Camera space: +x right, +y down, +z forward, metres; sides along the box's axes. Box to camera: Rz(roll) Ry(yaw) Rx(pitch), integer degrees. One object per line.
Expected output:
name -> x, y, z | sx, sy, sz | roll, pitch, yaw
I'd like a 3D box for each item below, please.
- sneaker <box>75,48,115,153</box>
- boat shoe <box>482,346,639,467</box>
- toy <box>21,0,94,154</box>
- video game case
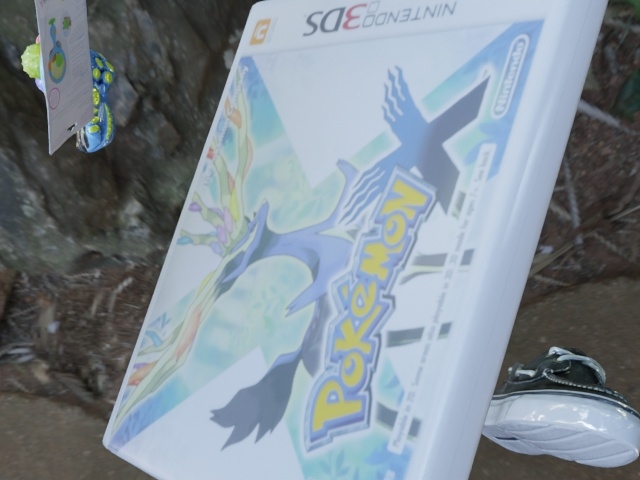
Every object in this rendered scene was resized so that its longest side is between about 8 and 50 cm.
sneaker -> -0.361, -0.218, 1.580 | 0.078, 0.067, 0.188 | -29, 57, 36
boat shoe -> 0.257, 0.171, 1.130 | 0.121, 0.335, 0.119 | 28, 77, -8
toy -> -0.340, -0.245, 1.290 | 0.056, 0.137, 0.237 | 11, 119, 9
video game case -> 0.000, 0.000, 0.591 | 0.036, 0.300, 0.329 | 23, 81, -35
